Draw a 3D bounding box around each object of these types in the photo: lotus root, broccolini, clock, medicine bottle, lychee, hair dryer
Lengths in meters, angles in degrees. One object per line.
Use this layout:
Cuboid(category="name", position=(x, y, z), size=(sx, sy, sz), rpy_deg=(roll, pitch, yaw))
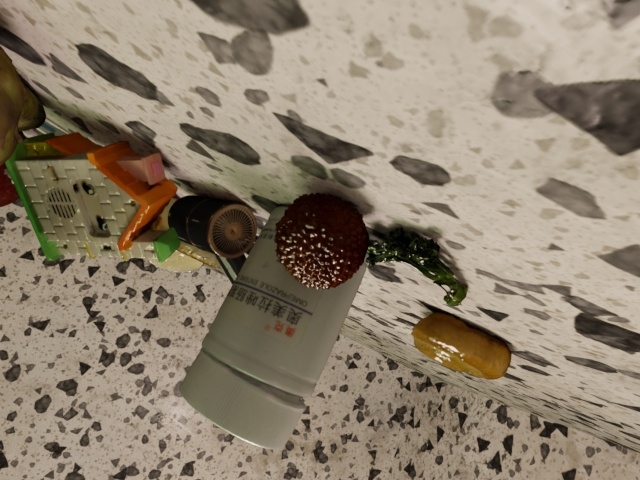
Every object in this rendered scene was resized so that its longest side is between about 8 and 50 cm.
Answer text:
Cuboid(category="lotus root", position=(-0.510, -0.228, 0.635), size=(0.089, 0.080, 0.179), rpy_deg=(-16, 176, -10))
Cuboid(category="broccolini", position=(0.147, 0.054, 0.599), size=(0.123, 0.062, 0.271), rpy_deg=(27, 172, 38))
Cuboid(category="clock", position=(-0.384, -0.076, 0.715), size=(0.256, 0.106, 0.219), rpy_deg=(2, 117, 13))
Cuboid(category="medicine bottle", position=(-0.065, 0.130, 0.643), size=(0.190, 0.331, 0.190), rpy_deg=(24, 166, 7))
Cuboid(category="lychee", position=(0.000, -0.003, 0.509), size=(0.123, 0.123, 0.129), rpy_deg=(12, 140, 42))
Cuboid(category="hair dryer", position=(-0.183, 0.067, 0.851), size=(0.189, 0.107, 0.351), rpy_deg=(15, 135, 44))

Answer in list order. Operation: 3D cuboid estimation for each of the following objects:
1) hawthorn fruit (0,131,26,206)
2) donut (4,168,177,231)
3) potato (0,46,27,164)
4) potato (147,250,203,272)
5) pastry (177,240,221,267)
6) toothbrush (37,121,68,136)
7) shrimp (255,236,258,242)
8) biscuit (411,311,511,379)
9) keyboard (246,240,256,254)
Cuboid(category="hawthorn fruit", position=(-0.826, -0.194, 0.878), size=(0.309, 0.308, 0.325), rpy_deg=(29, 178, -12))
Cuboid(category="donut", position=(-0.490, -0.083, 0.963), size=(0.372, 0.150, 0.307), rpy_deg=(22, 168, 9))
Cuboid(category="potato", position=(-0.477, -0.185, 0.434), size=(0.288, 0.301, 0.237), rpy_deg=(59, -165, 24))
Cuboid(category="potato", position=(-0.510, 0.015, 1.427), size=(0.203, 0.182, 0.117), rpy_deg=(12, -150, -23))
Cuboid(category="pastry", position=(-0.380, 0.013, 1.250), size=(0.182, 0.093, 0.193), rpy_deg=(35, 167, -37))
Cuboid(category="toothbrush", position=(-0.596, -0.266, 0.741), size=(0.040, 0.040, 0.386), rpy_deg=(11, 162, 44))
Cuboid(category="shrimp", position=(-0.080, 0.035, 0.861), size=(0.190, 0.073, 0.075), rpy_deg=(28, 177, 1))
Cuboid(category="biscuit", position=(0.316, 0.249, 0.914), size=(0.213, 0.091, 0.274), rpy_deg=(19, 162, 30))
Cuboid(category="keyboard", position=(-0.201, 0.011, 1.091), size=(0.106, 0.016, 0.262), rpy_deg=(29, 166, -13))
